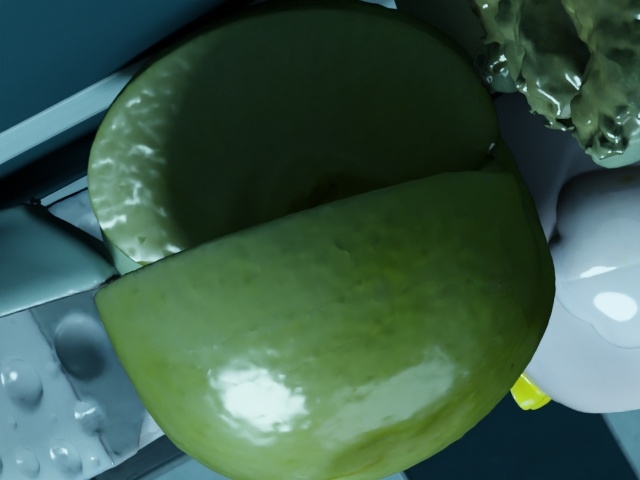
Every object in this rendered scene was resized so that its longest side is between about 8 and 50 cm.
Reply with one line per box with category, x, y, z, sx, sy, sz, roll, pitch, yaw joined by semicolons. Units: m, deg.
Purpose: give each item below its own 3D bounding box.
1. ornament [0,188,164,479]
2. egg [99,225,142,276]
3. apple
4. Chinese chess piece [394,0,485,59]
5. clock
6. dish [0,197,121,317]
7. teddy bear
ornament;-0.241;0.098;1.750;0.240;0.239;0.240;-30;179;43
egg;-0.053;-0.031;1.325;0.186;0.186;0.253;-29;173;36
apple;0.000;0.000;1.079;0.254;0.292;0.292;-19;-178;11
Chinese chess piece;0.177;-0.201;1.196;0.270;0.112;0.270;-28;180;0
clock;0.285;-0.059;1.238;0.377;0.250;0.368;-19;-174;25
dish;-0.245;0.019;1.344;0.182;0.080;0.243;-17;-178;-2
teddy bear;0.154;-0.166;0.933;0.267;0.156;0.256;-58;179;-7
